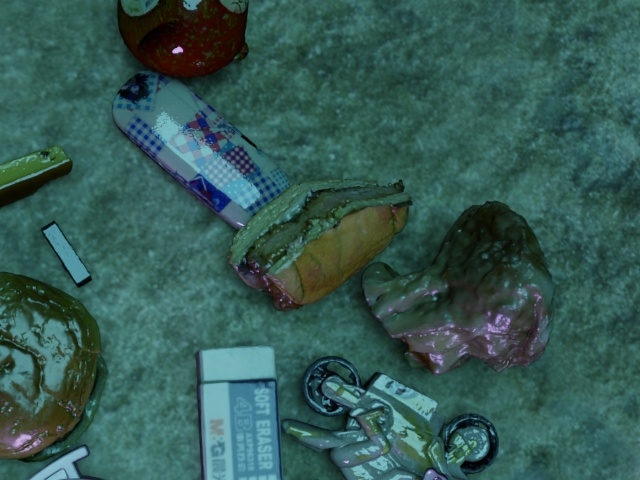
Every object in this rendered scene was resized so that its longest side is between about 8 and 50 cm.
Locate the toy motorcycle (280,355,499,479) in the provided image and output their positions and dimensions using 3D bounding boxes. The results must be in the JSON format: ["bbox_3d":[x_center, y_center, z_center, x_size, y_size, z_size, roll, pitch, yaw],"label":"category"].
[{"bbox_3d":[0.103,0.329,1.631,0.340,0.108,0.223,26,83,-5],"label":"toy motorcycle"}]

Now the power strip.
[{"bbox_3d":[-0.399,0.023,1.615,0.029,0.038,0.111,-33,87,-15],"label":"power strip"}]

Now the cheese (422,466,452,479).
[{"bbox_3d":[0.140,0.480,1.554,0.082,0.163,0.286,7,106,-43],"label":"cheese"}]

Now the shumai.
[{"bbox_3d":[0.206,0.082,1.604,0.262,0.314,0.267,-9,94,-9],"label":"shumai"}]

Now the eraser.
[{"bbox_3d":[-0.125,0.306,1.596,0.124,0.081,0.279,-2,80,-12],"label":"eraser"}]

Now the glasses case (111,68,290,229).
[{"bbox_3d":[-0.193,-0.145,1.671,0.327,0.076,0.125,41,75,-1],"label":"glasses case"}]

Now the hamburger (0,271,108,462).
[{"bbox_3d":[-0.461,0.185,1.521,0.285,0.134,0.265,19,74,-6],"label":"hamburger"}]

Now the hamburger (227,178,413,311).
[{"bbox_3d":[0.000,0.000,1.633,0.282,0.155,0.245,7,110,-44],"label":"hamburger"}]

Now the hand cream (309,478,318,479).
[{"bbox_3d":[0.023,0.468,1.586,0.050,0.078,0.205,-5,58,-50],"label":"hand cream"}]

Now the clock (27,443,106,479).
[{"bbox_3d":[-0.381,0.491,1.508,0.290,0.080,0.275,-40,89,-15],"label":"clock"}]

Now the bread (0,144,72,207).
[{"bbox_3d":[-0.495,-0.083,1.589,0.226,0.088,0.049,-24,82,-16],"label":"bread"}]

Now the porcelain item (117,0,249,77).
[{"bbox_3d":[-0.198,-0.370,1.658,0.253,0.253,0.253,2,79,-12],"label":"porcelain item"}]
